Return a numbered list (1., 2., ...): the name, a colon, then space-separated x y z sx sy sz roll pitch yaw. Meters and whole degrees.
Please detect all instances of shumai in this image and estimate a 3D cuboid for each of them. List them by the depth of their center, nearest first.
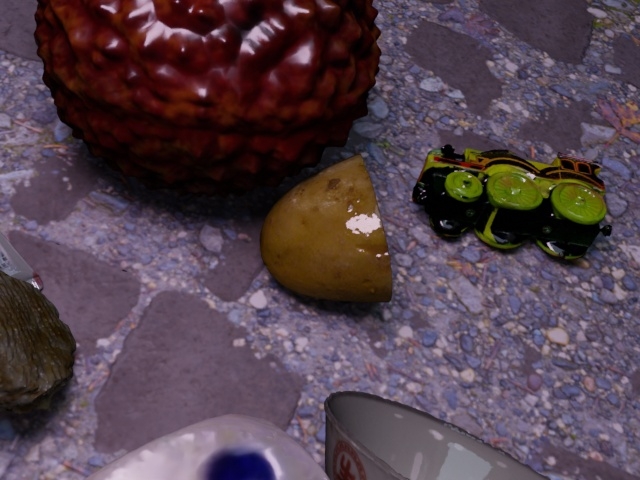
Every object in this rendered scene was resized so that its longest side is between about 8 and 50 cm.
1. shumai: -0.367 0.120 0.898 0.142 0.184 0.184 -31 62 7

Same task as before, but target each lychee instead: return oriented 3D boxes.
1. lychee: -0.167 -0.268 1.068 0.500 0.424 0.424 18 52 6

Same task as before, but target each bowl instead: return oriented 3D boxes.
1. bowl: 0.126 0.299 0.858 0.337 0.337 0.157 25 93 4

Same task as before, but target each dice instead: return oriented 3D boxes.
1. dice: -0.114 0.316 0.752 0.251 0.259 0.243 -22 65 -28

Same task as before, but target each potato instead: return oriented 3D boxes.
1. potato: 0.000 0.000 1.079 0.158 0.178 0.203 -14 73 -4

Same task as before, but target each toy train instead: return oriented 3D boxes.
1. toy train: 0.280 -0.067 1.235 0.296 0.100 0.160 11 46 -6

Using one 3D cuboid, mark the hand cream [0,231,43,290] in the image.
1. hand cream: -0.490 -0.040 1.041 0.124 0.077 0.340 -32 76 -31
